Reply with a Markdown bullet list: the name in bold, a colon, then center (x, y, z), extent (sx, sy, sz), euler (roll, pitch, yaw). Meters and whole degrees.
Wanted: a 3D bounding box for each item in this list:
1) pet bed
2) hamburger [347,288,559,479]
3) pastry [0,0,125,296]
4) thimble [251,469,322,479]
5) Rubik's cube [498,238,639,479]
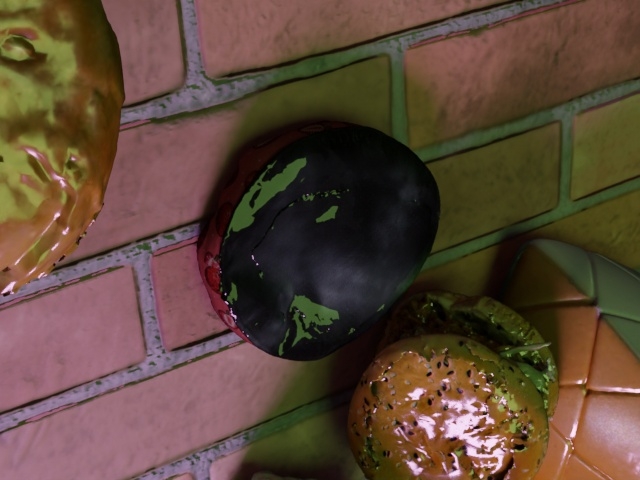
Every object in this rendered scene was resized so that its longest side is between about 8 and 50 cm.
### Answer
- **pet bed**: center (0.000, 0.000, 0.923), extent (0.201, 0.053, 0.201), euler (-15, 120, -29)
- **hamburger**: center (0.110, 0.131, 0.985), extent (0.185, 0.113, 0.177), euler (-35, 96, 32)
- **pastry**: center (-0.238, -0.109, 0.638), extent (0.255, 0.162, 0.310), euler (-8, 107, -20)
- **thimble**: center (-0.003, 0.295, 0.991), extent (0.149, 0.185, 0.211), euler (12, 72, -39)
- **Rubik's cube**: center (0.253, 0.082, 1.095), extent (0.254, 0.254, 0.254), euler (-15, 120, -28)
